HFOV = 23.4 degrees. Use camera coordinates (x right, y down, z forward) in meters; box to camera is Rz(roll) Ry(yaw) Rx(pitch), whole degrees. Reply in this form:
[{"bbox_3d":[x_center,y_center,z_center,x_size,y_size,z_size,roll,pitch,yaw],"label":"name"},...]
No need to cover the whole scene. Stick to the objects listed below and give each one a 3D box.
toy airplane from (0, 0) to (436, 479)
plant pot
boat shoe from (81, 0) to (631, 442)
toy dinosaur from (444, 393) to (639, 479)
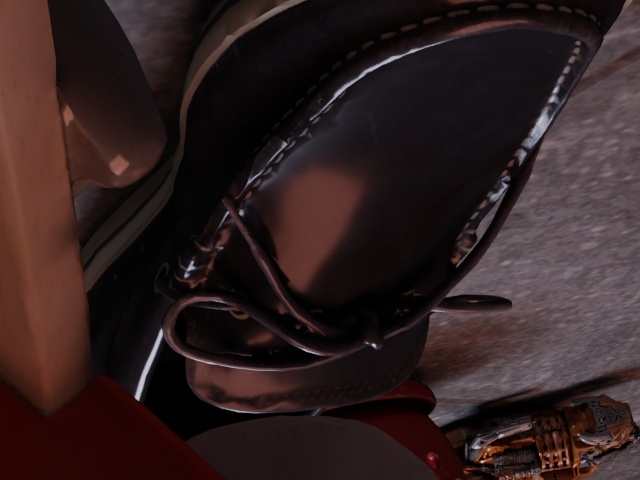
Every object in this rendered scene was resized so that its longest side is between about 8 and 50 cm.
[{"bbox_3d":[-0.134,0.027,0.576,0.386,0.272,0.384,-12,133,40],"label":"toy airplane"},{"bbox_3d":[0.039,0.217,1.342,0.191,0.174,0.191,-11,160,-4],"label":"plant pot"},{"bbox_3d":[0.000,0.000,0.759,0.187,0.156,0.500,0,155,-27],"label":"boat shoe"},{"bbox_3d":[0.177,0.242,1.613,0.322,0.164,0.218,-2,152,27],"label":"toy dinosaur"}]
